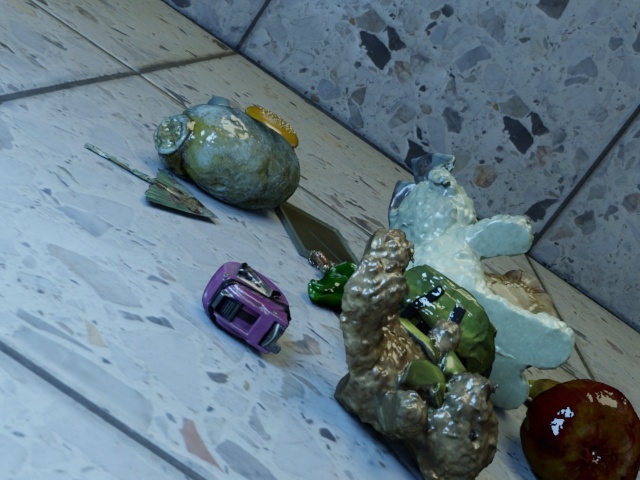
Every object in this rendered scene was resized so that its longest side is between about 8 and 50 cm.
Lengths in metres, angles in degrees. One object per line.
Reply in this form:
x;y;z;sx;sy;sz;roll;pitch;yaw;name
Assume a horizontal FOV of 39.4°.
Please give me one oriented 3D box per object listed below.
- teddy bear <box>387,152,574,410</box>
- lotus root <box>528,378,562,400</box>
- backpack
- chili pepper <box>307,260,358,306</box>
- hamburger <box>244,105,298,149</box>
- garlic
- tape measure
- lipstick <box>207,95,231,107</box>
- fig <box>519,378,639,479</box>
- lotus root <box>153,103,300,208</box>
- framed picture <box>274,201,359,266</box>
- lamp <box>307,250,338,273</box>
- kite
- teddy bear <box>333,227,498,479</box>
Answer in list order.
0.276;0.048;1.631;0.375;0.327;0.362;32;37;-2;teddy bear
0.454;0.311;1.674;0.191;0.094;0.108;41;-20;40;lotus root
0.171;0.142;1.360;0.207;0.140;0.253;40;-17;17;backpack
0.040;0.081;1.527;0.108;0.062;0.216;36;13;28;chili pepper
-0.127;-0.231;2.032;0.162;0.115;0.162;34;15;-10;hamburger
0.370;0.165;1.827;0.245;0.160;0.245;7;43;-7;garlic
-0.092;0.084;1.179;0.125;0.074;0.118;35;13;-9;tape measure
-0.230;-0.271;2.019;0.061;0.068;0.274;37;12;-18;lipstick
0.378;0.320;1.439;0.191;0.190;0.290;30;-21;-20;fig
-0.142;-0.150;1.649;0.350;0.175;0.175;20;21;-52;lotus root
0.000;0.000;1.781;0.184;0.016;0.250;27;17;-30;framed picture
0.020;0.054;1.630;0.083;0.031;0.063;29;17;-38;lamp
-0.274;-0.096;1.471;0.250;0.012;0.229;31;11;-14;kite
0.131;0.156;1.123;0.223;0.296;0.246;12;22;11;teddy bear
